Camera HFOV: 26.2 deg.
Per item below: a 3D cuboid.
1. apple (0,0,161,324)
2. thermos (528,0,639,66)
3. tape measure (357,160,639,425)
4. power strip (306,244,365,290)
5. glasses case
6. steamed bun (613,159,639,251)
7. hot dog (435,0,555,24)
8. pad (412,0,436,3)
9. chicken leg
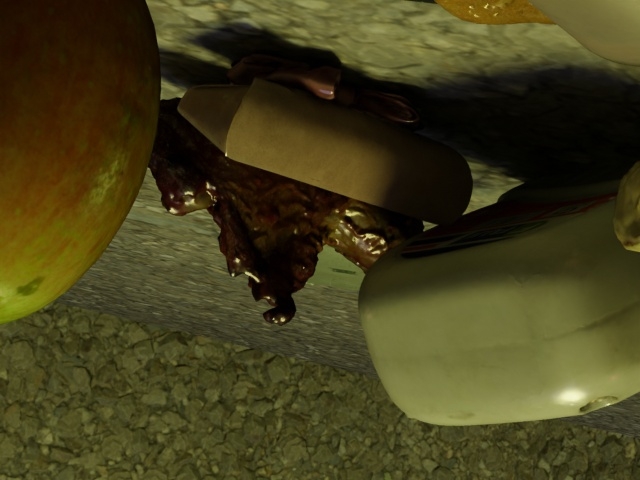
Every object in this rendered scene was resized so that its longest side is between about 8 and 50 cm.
[{"bbox_3d":[-0.206,-0.070,0.692,0.246,0.226,0.246,9,167,2],"label":"apple"},{"bbox_3d":[0.068,-0.147,0.391,0.137,0.105,0.193,-30,138,34],"label":"thermos"},{"bbox_3d":[0.158,0.032,0.902,0.265,0.130,0.258,-24,-171,-29],"label":"tape measure"},{"bbox_3d":[0.019,0.007,1.344,0.118,0.046,0.270,9,168,0],"label":"power strip"},{"bbox_3d":[0.006,-0.079,0.895,0.194,0.070,0.102,16,-164,-36],"label":"glasses case"},{"bbox_3d":[0.298,-0.026,0.658,0.296,0.137,0.292,15,176,22],"label":"steamed bun"},{"bbox_3d":[0.147,-0.120,0.500,0.286,0.061,0.088,3,163,43],"label":"hot dog"},{"bbox_3d":[0.109,-0.128,0.660,0.193,0.004,0.116,8,170,12],"label":"pad"},{"bbox_3d":[0.000,-0.010,0.979,0.323,0.177,0.083,20,140,-41],"label":"chicken leg"}]
